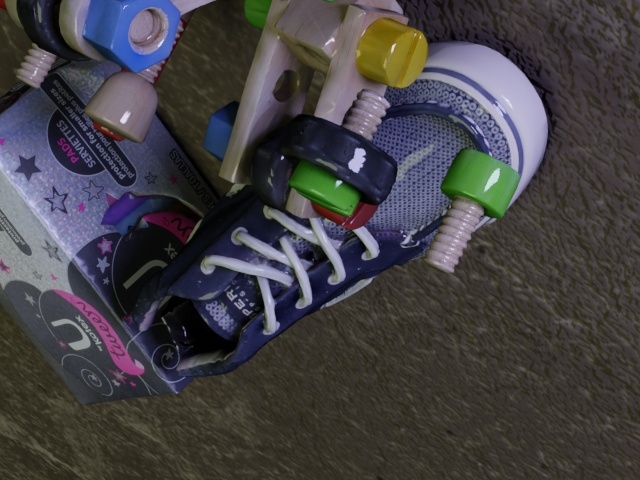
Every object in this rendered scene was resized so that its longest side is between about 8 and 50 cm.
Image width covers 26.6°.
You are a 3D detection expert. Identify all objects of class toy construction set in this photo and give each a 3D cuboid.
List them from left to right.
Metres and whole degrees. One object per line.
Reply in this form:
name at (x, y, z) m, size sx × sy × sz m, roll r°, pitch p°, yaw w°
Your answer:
toy construction set at (-0.034, -0.159, 0.749) m, size 0.257 × 0.237 × 0.309 m, roll 31°, pitch 173°, yaw -27°

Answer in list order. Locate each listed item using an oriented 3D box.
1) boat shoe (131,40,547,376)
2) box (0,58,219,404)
boat shoe at (0.000, 0.000, 0.876) m, size 0.127 × 0.158 × 0.340 m, roll 47°, pitch 147°, yaw -6°
box at (-0.182, -0.006, 1.073) m, size 0.163 × 0.142 × 0.247 m, roll -14°, pitch 117°, yaw 52°
